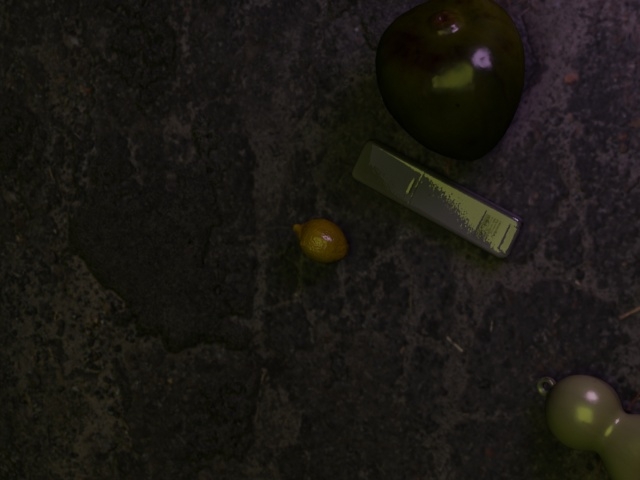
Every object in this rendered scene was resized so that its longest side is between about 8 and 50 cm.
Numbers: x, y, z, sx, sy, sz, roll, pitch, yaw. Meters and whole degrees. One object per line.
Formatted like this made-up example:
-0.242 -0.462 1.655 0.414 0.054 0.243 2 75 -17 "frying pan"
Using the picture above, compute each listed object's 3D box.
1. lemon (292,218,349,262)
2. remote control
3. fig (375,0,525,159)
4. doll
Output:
0.000 0.000 1.743 0.092 0.065 0.065 25 103 6 "lemon"
0.166 -0.061 1.702 0.261 0.029 0.067 30 104 16 "remote control"
0.182 -0.212 1.612 0.203 0.203 0.225 -5 136 20 "fig"
0.420 0.274 1.608 0.296 0.117 0.141 40 121 25 "doll"
